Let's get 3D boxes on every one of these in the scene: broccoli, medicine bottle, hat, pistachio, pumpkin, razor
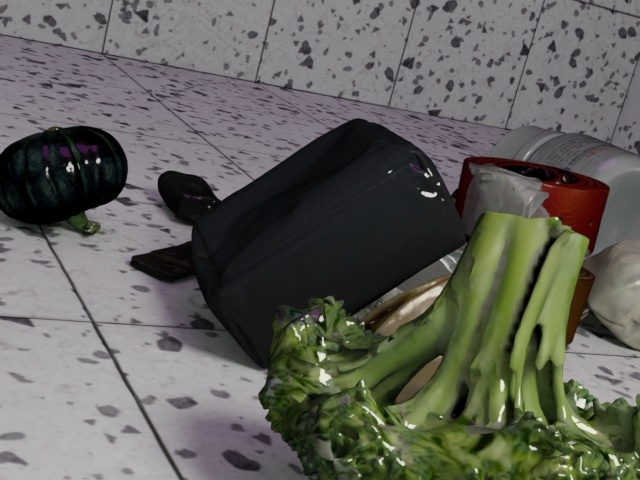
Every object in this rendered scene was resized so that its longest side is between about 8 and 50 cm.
[{"bbox_3d":[0.131,0.143,0.904,0.375,0.302,0.249,19,-23,31],"label":"broccoli"},{"bbox_3d":[0.494,-0.094,2.107,0.245,0.245,0.306,5,18,-32],"label":"medicine bottle"},{"bbox_3d":[0.473,0.067,1.695,0.232,0.161,0.275,7,13,-40],"label":"hat"},{"bbox_3d":[0.133,0.118,1.226,0.238,0.153,0.138,-23,21,-22],"label":"pistachio"},{"bbox_3d":[-0.364,-0.092,1.473,0.194,0.150,0.194,12,4,-1],"label":"pumpkin"},{"bbox_3d":[-0.207,-0.066,1.705,0.090,0.054,0.148,7,18,-26],"label":"razor"}]

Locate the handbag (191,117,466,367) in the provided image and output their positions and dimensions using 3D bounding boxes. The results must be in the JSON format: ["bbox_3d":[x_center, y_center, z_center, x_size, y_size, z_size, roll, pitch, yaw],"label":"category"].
[{"bbox_3d":[0.002,0.003,1.288,0.178,0.302,0.275,57,-2,-20],"label":"handbag"}]

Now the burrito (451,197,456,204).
[{"bbox_3d":[0.172,-0.024,1.760,0.348,0.107,0.175,21,42,-7],"label":"burrito"}]

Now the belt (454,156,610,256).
[{"bbox_3d":[0.316,-0.053,1.621,0.227,0.115,0.324,14,12,23],"label":"belt"}]

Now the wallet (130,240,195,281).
[{"bbox_3d":[-0.191,0.028,1.457,0.082,0.018,0.157,22,18,26],"label":"wallet"}]

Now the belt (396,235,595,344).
[{"bbox_3d":[0.228,0.061,1.556,0.339,0.122,0.217,13,13,-12],"label":"belt"}]

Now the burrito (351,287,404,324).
[{"bbox_3d":[0.064,0.097,1.375,0.064,0.064,0.203,21,17,22],"label":"burrito"}]

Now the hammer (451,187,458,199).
[{"bbox_3d":[0.221,-0.032,1.931,0.409,0.095,0.242,1,21,-35],"label":"hammer"}]
